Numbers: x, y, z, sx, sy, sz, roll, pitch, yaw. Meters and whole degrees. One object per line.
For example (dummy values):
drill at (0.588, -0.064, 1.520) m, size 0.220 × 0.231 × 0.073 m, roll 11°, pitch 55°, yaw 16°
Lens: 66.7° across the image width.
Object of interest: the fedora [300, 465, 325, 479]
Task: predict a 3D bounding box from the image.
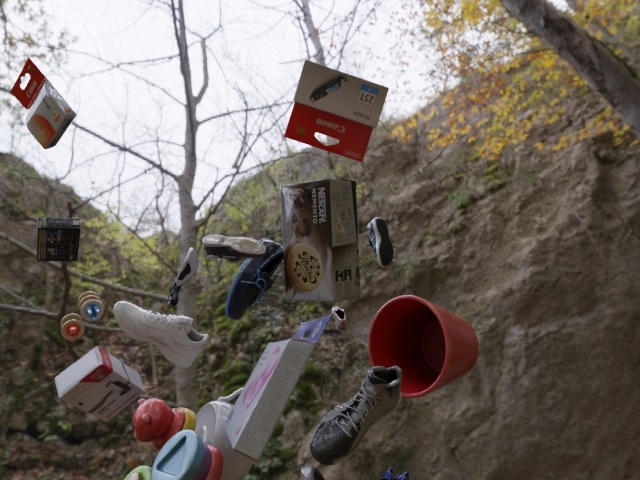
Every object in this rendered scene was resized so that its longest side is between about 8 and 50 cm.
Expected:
fedora at (-0.015, 0.649, 1.080) m, size 0.124 × 0.275 × 0.244 m, roll -28°, pitch -50°, yaw -4°

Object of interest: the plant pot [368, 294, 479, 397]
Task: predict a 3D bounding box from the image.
plant pot at (0.316, 0.305, 1.411) m, size 0.243 × 0.275 × 0.275 m, roll 12°, pitch -37°, yaw -44°

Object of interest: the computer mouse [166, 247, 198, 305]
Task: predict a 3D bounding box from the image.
computer mouse at (-0.390, 0.099, 1.409) m, size 0.042 × 0.106 × 0.193 m, roll 25°, pitch -49°, yaw -15°

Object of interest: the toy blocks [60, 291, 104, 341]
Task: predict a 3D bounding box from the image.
toy blocks at (-0.584, 0.194, 1.192) m, size 0.054 × 0.123 × 0.148 m, roll 39°, pitch -13°, yaw -28°

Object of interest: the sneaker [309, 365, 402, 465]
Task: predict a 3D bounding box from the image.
sneaker at (0.071, 0.303, 0.903) m, size 0.228 × 0.086 × 0.132 m, roll -31°, pitch -38°, yaw -35°

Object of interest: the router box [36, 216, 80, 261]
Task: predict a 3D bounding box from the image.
router box at (-0.648, -0.001, 1.201) m, size 0.092 × 0.038 × 0.123 m, roll 0°, pitch -45°, yaw -32°

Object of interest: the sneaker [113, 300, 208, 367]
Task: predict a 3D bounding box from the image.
sneaker at (-0.483, 0.260, 1.496) m, size 0.305 × 0.114 × 0.152 m, roll 39°, pitch -77°, yaw -23°

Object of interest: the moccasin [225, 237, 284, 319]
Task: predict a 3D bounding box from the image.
moccasin at (-0.219, 0.129, 1.706) m, size 0.116 × 0.342 × 0.138 m, roll 17°, pitch -33°, yaw 11°

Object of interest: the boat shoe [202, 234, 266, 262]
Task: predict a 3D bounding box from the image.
boat shoe at (-0.260, 0.031, 1.480) m, size 0.205 × 0.075 × 0.065 m, roll 9°, pitch -59°, yaw 14°

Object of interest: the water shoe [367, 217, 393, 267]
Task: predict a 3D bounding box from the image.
water shoe at (0.228, 0.015, 1.868) m, size 0.072 × 0.203 × 0.080 m, roll 6°, pitch -22°, yaw -26°

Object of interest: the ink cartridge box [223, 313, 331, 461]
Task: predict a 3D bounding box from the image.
ink cartridge box at (-0.112, 0.315, 1.137) m, size 0.071 × 0.330 × 0.324 m, roll 29°, pitch -19°, yaw -6°

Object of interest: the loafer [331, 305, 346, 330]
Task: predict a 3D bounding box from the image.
loafer at (0.061, 0.232, 1.510) m, size 0.045 × 0.125 × 0.039 m, roll 2°, pitch -66°, yaw -8°

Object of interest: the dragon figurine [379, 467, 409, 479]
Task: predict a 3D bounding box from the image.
dragon figurine at (0.178, 0.809, 1.409) m, size 0.085 × 0.289 × 0.144 m, roll -2°, pitch -52°, yaw 51°

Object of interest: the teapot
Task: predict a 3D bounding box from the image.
teapot at (-0.259, 0.578, 1.357) m, size 0.187 × 0.253 × 0.256 m, roll 27°, pitch -71°, yaw -26°

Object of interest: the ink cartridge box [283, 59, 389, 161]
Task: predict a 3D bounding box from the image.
ink cartridge box at (0.049, -0.430, 1.638) m, size 0.296 × 0.066 × 0.261 m, roll 17°, pitch -79°, yaw -5°

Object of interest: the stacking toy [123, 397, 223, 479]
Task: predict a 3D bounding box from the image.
stacking toy at (-0.380, 0.512, 1.081) m, size 0.308 × 0.280 × 0.130 m, roll 12°, pitch -31°, yaw 54°

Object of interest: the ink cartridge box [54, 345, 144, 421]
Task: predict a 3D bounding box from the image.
ink cartridge box at (-0.430, 0.285, 0.958) m, size 0.099 × 0.056 × 0.135 m, roll -39°, pitch -43°, yaw -8°

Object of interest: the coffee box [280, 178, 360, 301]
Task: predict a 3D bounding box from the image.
coffee box at (0.000, 0.000, 1.241) m, size 0.168 × 0.298 × 0.118 m, roll -2°, pitch 0°, yaw 39°

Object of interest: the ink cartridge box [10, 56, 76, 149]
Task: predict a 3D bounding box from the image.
ink cartridge box at (-0.721, -0.346, 1.238) m, size 0.145 × 0.045 × 0.179 m, roll -33°, pitch -79°, yaw 34°
